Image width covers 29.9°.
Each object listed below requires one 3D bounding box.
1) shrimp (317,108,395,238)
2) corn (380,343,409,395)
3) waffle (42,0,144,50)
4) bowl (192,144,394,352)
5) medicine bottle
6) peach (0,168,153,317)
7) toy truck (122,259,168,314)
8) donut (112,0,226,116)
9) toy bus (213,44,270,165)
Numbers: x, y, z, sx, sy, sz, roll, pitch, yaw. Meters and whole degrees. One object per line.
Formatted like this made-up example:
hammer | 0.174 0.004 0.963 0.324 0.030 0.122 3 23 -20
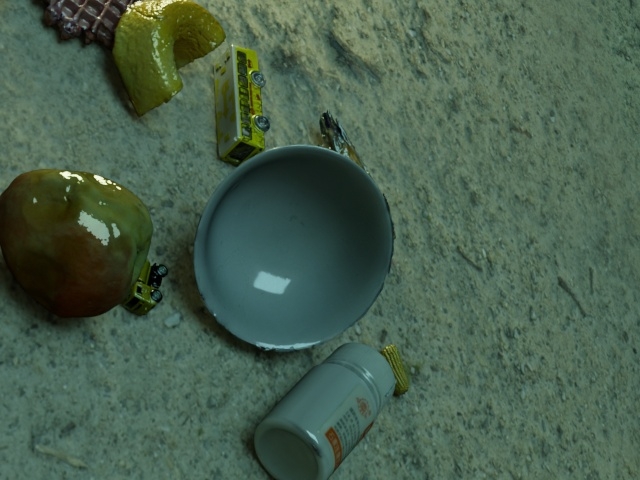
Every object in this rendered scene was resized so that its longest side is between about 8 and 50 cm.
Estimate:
shrimp | 0.039 -0.098 2.268 0.164 0.062 0.317 -10 74 -43
corn | 0.134 0.233 2.156 0.037 0.037 0.092 -3 67 -44
waffle | -0.399 -0.436 2.085 0.234 0.055 0.221 -7 71 -47
bowl | -0.063 -0.002 1.999 0.345 0.345 0.157 31 2 -24
medicine bottle | 0.012 0.278 1.936 0.144 0.144 0.252 50 43 -5
peach | -0.365 -0.009 1.748 0.235 0.214 0.214 31 44 0
toy truck | -0.277 0.074 1.872 0.054 0.049 0.083 28 47 -25
donut | -0.275 -0.346 2.081 0.152 0.101 0.259 56 43 -27
toy bus | -0.144 -0.247 2.178 0.074 0.081 0.226 17 54 -33
